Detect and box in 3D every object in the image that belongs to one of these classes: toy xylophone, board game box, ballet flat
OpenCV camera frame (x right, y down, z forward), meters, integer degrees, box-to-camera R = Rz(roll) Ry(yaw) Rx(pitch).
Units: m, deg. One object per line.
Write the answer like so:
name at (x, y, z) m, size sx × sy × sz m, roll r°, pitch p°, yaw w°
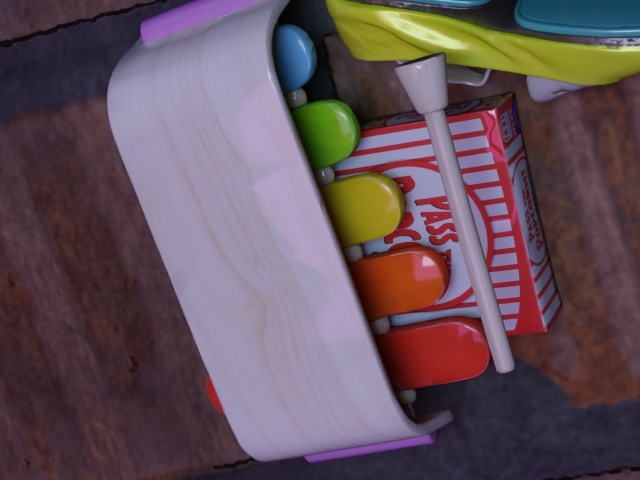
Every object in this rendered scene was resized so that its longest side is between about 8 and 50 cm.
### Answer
toy xylophone at (0.000, 0.000, 0.818) m, size 0.236 × 0.081 × 0.322 m, roll -5°, pitch 107°, yaw 26°
board game box at (0.044, -0.006, 0.872) m, size 0.193 × 0.045 × 0.146 m, roll -9°, pitch 106°, yaw 26°
ballet flat at (0.112, -0.121, 0.792) m, size 0.231 × 0.077 × 0.077 m, roll 12°, pitch 135°, yaw 22°
